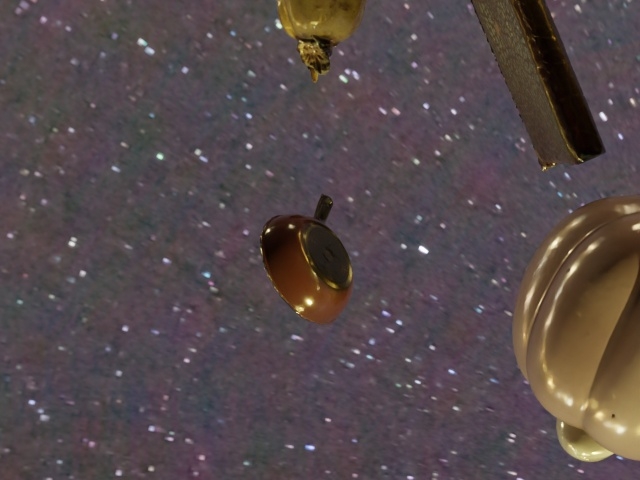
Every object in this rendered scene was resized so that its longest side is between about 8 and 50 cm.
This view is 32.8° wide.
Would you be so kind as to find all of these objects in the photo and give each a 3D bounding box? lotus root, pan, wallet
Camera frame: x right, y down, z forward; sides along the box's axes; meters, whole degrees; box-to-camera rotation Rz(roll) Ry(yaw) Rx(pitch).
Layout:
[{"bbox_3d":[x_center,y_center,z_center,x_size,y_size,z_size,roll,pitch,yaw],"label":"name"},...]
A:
[{"bbox_3d":[0.002,-0.200,0.849,0.072,0.063,0.152,7,-82,5],"label":"lotus root"},{"bbox_3d":[0.001,0.000,0.630,0.023,0.068,0.115,-32,-158,28],"label":"pan"},{"bbox_3d":[0.150,-0.172,0.829,0.039,0.133,0.243,-24,-90,0],"label":"wallet"}]

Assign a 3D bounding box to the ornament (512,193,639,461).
[{"bbox_3d":[0.205,0.061,0.662,0.177,0.177,0.177,-8,-109,26],"label":"ornament"}]
